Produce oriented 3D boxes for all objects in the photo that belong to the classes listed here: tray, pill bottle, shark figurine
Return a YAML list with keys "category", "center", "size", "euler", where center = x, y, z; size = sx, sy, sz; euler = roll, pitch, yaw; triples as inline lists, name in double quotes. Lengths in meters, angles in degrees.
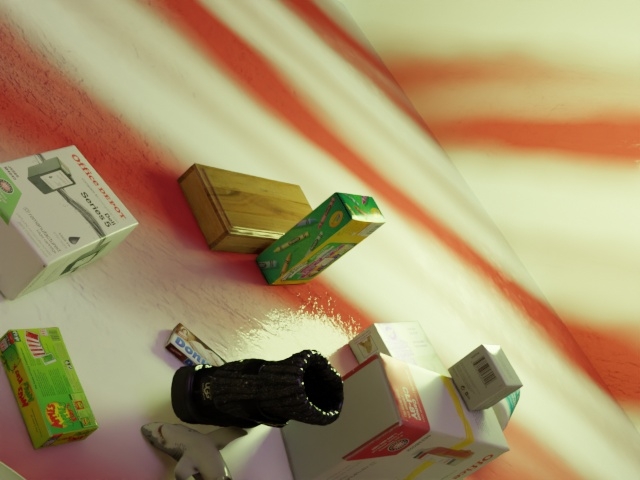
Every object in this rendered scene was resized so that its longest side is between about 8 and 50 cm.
- category: "tray"
  center: [-0.151, -0.066, 2.042]
  size: [0.411, 0.076, 0.203]
  euler: [6, 50, -54]
- category: "pill bottle"
  center: [0.471, 0.435, 2.286]
  size: [0.146, 0.146, 0.264]
  euler: [53, 26, 5]
- category: "shark figurine"
  center: [-0.183, 0.414, 1.334]
  size: [0.166, 0.116, 0.278]
  euler: [-6, 44, -21]

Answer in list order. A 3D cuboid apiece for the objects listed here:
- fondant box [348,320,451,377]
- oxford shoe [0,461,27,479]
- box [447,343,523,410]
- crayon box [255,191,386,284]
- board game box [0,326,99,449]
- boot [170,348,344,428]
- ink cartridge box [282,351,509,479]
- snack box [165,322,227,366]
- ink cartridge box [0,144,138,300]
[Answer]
- category: "fondant box"
  center: [0.237, 0.365, 2.066]
  size: [0.238, 0.096, 0.330]
  euler: [5, 49, -56]
- category: "oxford shoe"
  center: [-0.350, 0.395, 1.051]
  size: [0.449, 0.130, 0.169]
  euler: [46, 28, -7]
- category: "box"
  center: [0.338, 0.281, 1.691]
  size: [0.087, 0.102, 0.101]
  euler: [11, 44, -51]
- category: "crayon box"
  center: [0.000, 0.000, 1.957]
  size: [0.165, 0.278, 0.081]
  euler: [2, 54, -58]
- category: "board game box"
  center: [-0.419, 0.222, 1.262]
  size: [0.092, 0.043, 0.181]
  euler: [4, 51, -56]
- category: "boot"
  center: [-0.070, 0.266, 1.463]
  size: [0.348, 0.260, 0.131]
  euler: [13, 68, -67]
- category: "ink cartridge box"
  center: [0.159, 0.399, 1.679]
  size: [0.384, 0.279, 0.160]
  euler: [24, 36, -43]
- category: "snack box"
  center: [-0.219, 0.237, 1.587]
  size: [0.178, 0.022, 0.064]
  euler: [43, 28, -16]
- category: "ink cartridge box"
  center: [-0.479, -0.041, 1.431]
  size: [0.198, 0.115, 0.273]
  euler: [51, 26, 1]
